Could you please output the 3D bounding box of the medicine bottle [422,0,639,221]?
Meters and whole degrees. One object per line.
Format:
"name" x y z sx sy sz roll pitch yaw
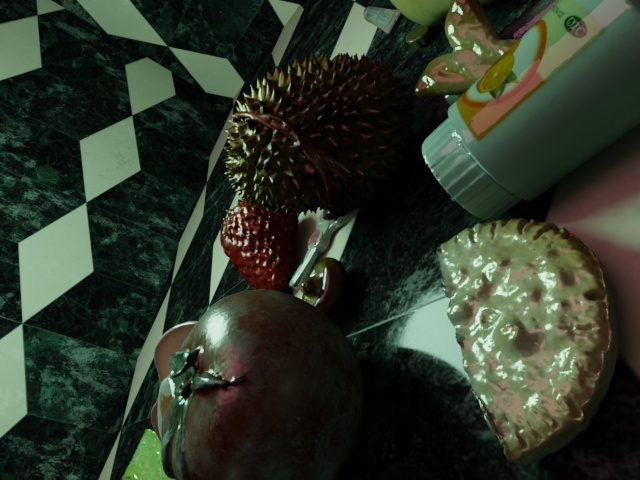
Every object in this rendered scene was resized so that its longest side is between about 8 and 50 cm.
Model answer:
"medicine bottle" 0.273 -0.167 0.510 0.318 0.158 0.158 -44 31 35

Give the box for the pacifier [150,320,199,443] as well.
"pacifier" -0.223 0.311 0.921 0.273 0.221 0.331 -141 56 -65

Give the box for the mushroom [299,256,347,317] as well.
"mushroom" 0.007 0.092 0.857 0.109 0.085 0.126 68 -139 -76

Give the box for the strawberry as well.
"strawberry" -0.134 0.023 1.116 0.205 0.205 0.244 -48 51 30

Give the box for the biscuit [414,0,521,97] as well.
"biscuit" 0.244 -0.249 0.656 0.208 0.047 0.164 45 126 35

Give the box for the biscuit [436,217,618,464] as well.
"biscuit" 0.212 0.066 0.489 0.179 0.084 0.281 -49 28 29

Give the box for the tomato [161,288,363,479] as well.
"tomato" -0.090 0.227 0.671 0.317 0.283 0.316 -38 43 46

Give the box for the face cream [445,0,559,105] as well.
"face cream" 0.303 -0.291 0.673 0.284 0.073 0.073 -32 39 48

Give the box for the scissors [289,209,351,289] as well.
"scissors" 0.000 0.000 1.016 0.242 0.031 0.118 -61 25 -5

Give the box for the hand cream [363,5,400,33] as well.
"hand cream" 0.172 -0.637 1.299 0.067 0.043 0.209 -56 31 20

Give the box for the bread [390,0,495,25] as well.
"bread" 0.265 -0.591 0.831 0.347 0.253 0.376 -66 23 2

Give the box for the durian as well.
"durian" -0.008 -0.200 0.907 0.385 0.347 0.348 -23 20 -16

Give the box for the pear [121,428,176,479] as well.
"pear" -0.349 0.600 0.995 0.239 0.139 0.287 6 66 48

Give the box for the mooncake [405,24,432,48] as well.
"mooncake" 0.132 -0.413 1.134 0.150 0.057 0.347 -57 20 -18
